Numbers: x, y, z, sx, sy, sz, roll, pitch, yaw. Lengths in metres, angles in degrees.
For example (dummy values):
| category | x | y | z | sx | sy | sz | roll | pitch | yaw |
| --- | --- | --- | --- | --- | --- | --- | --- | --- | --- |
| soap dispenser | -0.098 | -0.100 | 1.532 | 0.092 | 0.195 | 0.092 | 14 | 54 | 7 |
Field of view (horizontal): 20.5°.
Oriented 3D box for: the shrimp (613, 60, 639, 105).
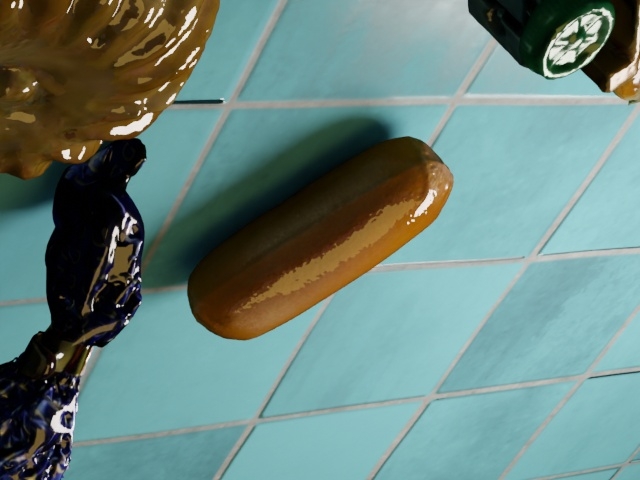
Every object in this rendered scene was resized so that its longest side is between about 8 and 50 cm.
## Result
| category | x | y | z | sx | sy | sz | roll | pitch | yaw |
| --- | --- | --- | --- | --- | --- | --- | --- | --- | --- |
| shrimp | 0.337 | -0.209 | 1.676 | 0.166 | 0.049 | 0.161 | -33 | 148 | -8 |

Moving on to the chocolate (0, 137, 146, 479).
| category | x | y | z | sx | sy | sz | roll | pitch | yaw |
| --- | --- | --- | --- | --- | --- | --- | --- | --- | --- |
| chocolate | -0.216 | 0.075 | 1.477 | 0.343 | 0.126 | 0.148 | -62 | -174 | 7 |

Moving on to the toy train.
| category | x | y | z | sx | sy | sz | roll | pitch | yaw |
| --- | --- | --- | --- | --- | --- | --- | --- | --- | --- |
| toy train | 0.215 | -0.286 | 1.347 | 0.249 | 0.178 | 0.429 | -32 | 150 | -14 |

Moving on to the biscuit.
| category | x | y | z | sx | sy | sz | roll | pitch | yaw |
| --- | --- | --- | --- | --- | --- | --- | --- | --- | --- |
| biscuit | -0.224 | -0.136 | 1.236 | 0.325 | 0.107 | 0.326 | -16 | 155 | -8 |

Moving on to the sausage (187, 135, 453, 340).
| category | x | y | z | sx | sy | sz | roll | pitch | yaw |
| --- | --- | --- | --- | --- | --- | --- | --- | --- | --- |
| sausage | 0.000 | 0.000 | 1.649 | 0.274 | 0.105 | 0.105 | -33 | 148 | 7 |
